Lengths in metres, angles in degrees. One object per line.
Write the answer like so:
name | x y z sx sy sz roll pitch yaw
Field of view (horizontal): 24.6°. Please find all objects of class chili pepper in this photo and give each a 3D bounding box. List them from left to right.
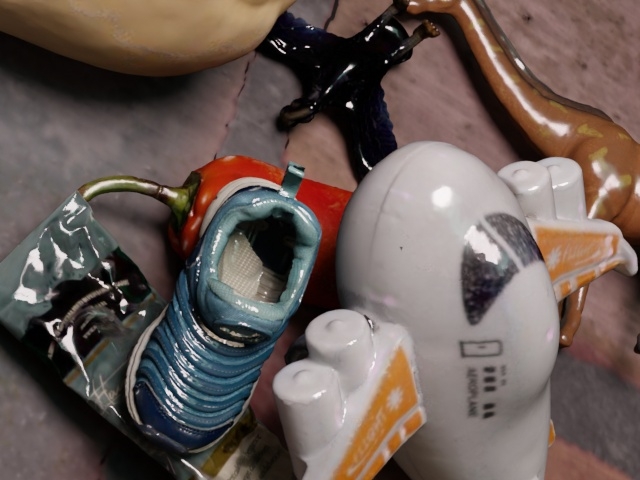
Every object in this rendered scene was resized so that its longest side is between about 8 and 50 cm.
chili pepper | 0.000 0.000 0.783 0.272 0.063 0.071 11 99 -27

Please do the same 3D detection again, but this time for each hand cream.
hand cream | -0.065 0.095 0.721 0.248 0.052 0.075 47 49 -4

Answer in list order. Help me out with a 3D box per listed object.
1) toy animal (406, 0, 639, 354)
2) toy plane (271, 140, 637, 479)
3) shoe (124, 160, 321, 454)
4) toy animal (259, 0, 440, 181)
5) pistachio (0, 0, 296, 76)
toy animal | 0.146 -0.049 0.897 0.224 0.066 0.229 10 76 -12
toy plane | 0.076 0.062 0.735 0.245 0.117 0.244 -20 119 -40
shoe | -0.041 0.033 0.685 0.064 0.071 0.143 29 71 -14
toy animal | 0.017 -0.097 0.846 0.108 0.062 0.220 -43 98 -16
pistachio | -0.132 -0.197 0.723 0.299 0.187 0.187 26 60 -12
